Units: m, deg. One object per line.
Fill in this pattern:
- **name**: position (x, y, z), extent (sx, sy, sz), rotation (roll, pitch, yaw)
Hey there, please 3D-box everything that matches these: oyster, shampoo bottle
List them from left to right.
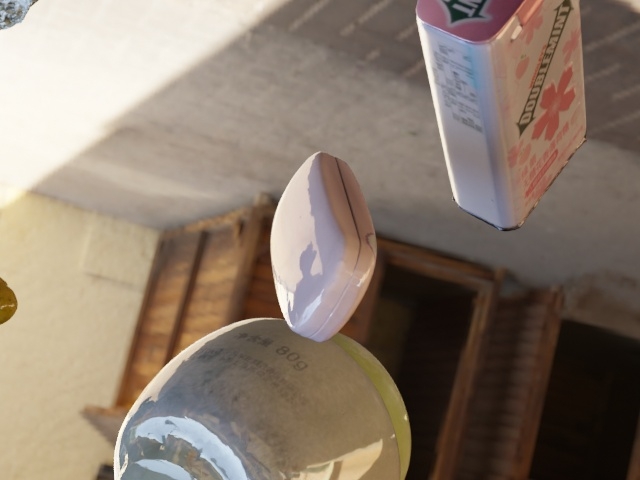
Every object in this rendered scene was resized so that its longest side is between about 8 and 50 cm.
- **oyster**: position (-0.325, -0.249, 1.331), extent (0.098, 0.100, 0.037), rotation (47, -168, 28)
- **shampoo bottle**: position (-0.068, 0.257, 1.542), extent (0.322, 0.322, 0.317), rotation (9, -165, 31)

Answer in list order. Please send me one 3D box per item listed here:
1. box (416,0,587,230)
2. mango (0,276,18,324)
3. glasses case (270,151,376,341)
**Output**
- **box**: position (0.211, -0.181, 1.469), extent (0.112, 0.190, 0.369), rotation (31, 159, 26)
- **mango**: position (-0.466, 0.064, 1.699), extent (0.161, 0.103, 0.076), rotation (24, 161, 20)
- **glasses case**: position (0.000, 0.000, 1.337), extent (0.075, 0.113, 0.297), rotation (26, -160, -15)
